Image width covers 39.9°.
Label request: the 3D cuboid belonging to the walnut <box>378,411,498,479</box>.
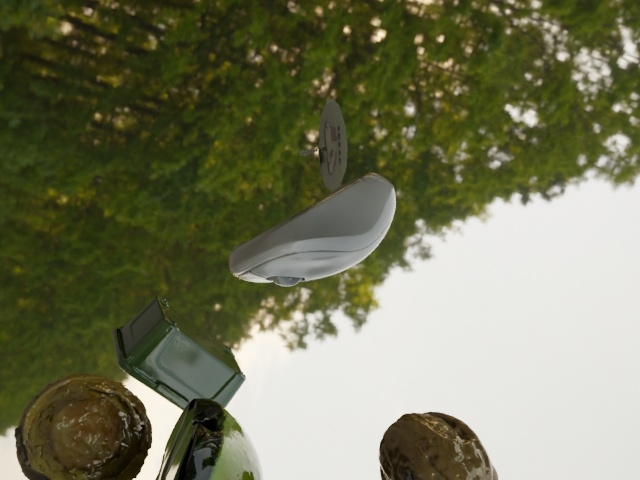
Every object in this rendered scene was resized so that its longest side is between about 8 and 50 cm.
[{"bbox_3d":[0.210,0.416,1.602,0.245,0.198,0.198,46,-58,36],"label":"walnut"}]

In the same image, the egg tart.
[{"bbox_3d":[-0.417,0.348,1.563,0.106,0.241,0.241,128,-29,-66],"label":"egg tart"}]

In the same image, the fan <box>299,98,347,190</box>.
[{"bbox_3d":[0.005,-0.197,1.889,0.329,0.009,0.191,179,-92,-72],"label":"fan"}]

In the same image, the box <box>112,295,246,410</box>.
[{"bbox_3d":[-0.356,0.303,2.262,0.178,0.329,0.253,-50,-156,3],"label":"box"}]

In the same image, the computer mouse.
[{"bbox_3d":[0.000,0.000,1.358,0.184,0.121,0.297,-22,-171,47],"label":"computer mouse"}]

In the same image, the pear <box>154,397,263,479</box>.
[{"bbox_3d":[-0.199,0.466,1.458,0.399,0.165,0.399,-61,-168,23],"label":"pear"}]
